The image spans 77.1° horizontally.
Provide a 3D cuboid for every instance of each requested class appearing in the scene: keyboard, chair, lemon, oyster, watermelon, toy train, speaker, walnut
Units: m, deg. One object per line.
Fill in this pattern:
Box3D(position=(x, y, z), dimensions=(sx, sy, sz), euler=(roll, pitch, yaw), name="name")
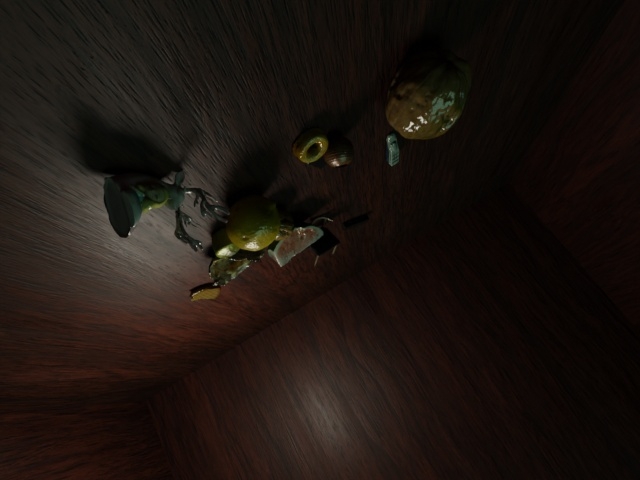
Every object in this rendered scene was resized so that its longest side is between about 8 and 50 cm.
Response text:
Box3D(position=(-0.025, -0.356, 1.732), dimensions=(0.074, 0.015, 0.196), euler=(-44, 157, 20), name="keyboard")
Box3D(position=(0.000, 0.000, 2.343), dimensions=(0.188, 0.166, 0.272), euler=(-33, 159, -26), name="chair")
Box3D(position=(-0.283, -0.080, 1.704), dimensions=(0.229, 0.228, 0.253), euler=(-12, 145, -42), name="lemon")
Box3D(position=(-0.425, 0.105, 2.059), dimensions=(0.337, 0.133, 0.197), euler=(-21, 155, -31), name="oyster")
Box3D(position=(-0.137, -0.011, 2.123), dimensions=(0.305, 0.180, 0.224), euler=(-35, -172, -17), name="watermelon")
Box3D(position=(0.359, -0.453, 1.994), dimensions=(0.052, 0.051, 0.234), euler=(-34, 160, -3), name="toy train")
Box3D(position=(0.225, -0.116, 2.592), dimensions=(0.191, 0.040, 0.046), euler=(-21, 159, -27), name="speaker")
Box3D(position=(-0.210, -0.078, 1.922), dimensions=(0.155, 0.155, 0.184), euler=(-40, 159, 22), name="walnut")
Box3D(position=(0.402, -0.541, 1.533), dimensions=(0.306, 0.306, 0.344), euler=(-19, 163, -30), name="walnut")

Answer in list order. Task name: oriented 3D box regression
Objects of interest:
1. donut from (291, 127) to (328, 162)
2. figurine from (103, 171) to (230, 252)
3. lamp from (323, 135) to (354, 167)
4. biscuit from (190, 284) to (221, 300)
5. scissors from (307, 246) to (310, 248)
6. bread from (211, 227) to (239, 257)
Box3D(position=(-0.036, -0.373, 1.598), dimensions=(0.152, 0.058, 0.152), euler=(-24, 150, -15), name="donut")
Box3D(position=(-0.504, -0.092, 1.327), dimensions=(0.316, 0.284, 0.206), euler=(-25, 163, -50), name="figurine")
Box3D(position=(0.075, -0.370, 1.675), dimensions=(0.136, 0.136, 0.136), euler=(-27, 159, -11), name="lamp")
Box3D(position=(-0.664, 0.308, 2.329), dimensions=(0.176, 0.031, 0.228), euler=(-25, 160, -14), name="biscuit")
Box3D(position=(-0.126, 0.054, 2.512), dimensions=(0.318, 0.024, 0.160), euler=(-11, 149, -43), name="scissors")
Box3D(position=(-0.441, 0.014, 1.849), dimensions=(0.129, 0.114, 0.111), euler=(-37, 158, 16), name="bread")
